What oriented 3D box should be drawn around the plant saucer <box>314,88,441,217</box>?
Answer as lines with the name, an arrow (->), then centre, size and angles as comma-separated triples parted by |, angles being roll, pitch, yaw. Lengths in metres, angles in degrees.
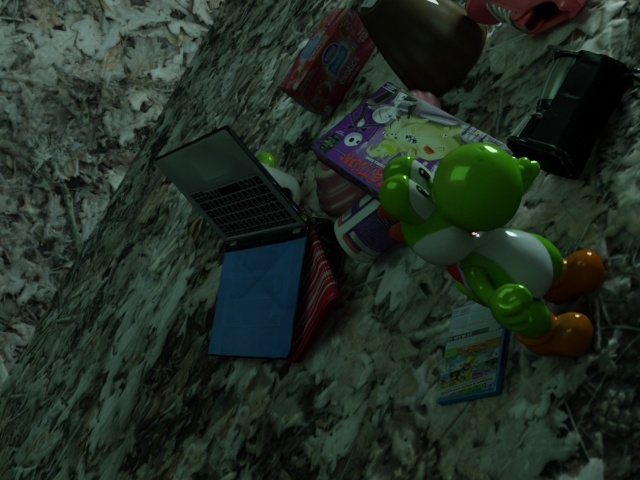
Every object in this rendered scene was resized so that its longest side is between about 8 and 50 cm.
plant saucer -> 0.102, -0.197, 1.816 | 0.332, 0.084, 0.332 | -42, 19, 18

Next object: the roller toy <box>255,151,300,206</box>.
roller toy -> -0.144, -0.083, 2.089 | 0.209, 0.146, 0.191 | -49, 34, 30

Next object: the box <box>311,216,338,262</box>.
box -> 0.000, 0.000, 1.818 | 0.062, 0.052, 0.083 | 8, 71, 58

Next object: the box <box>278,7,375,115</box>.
box -> 0.023, -0.461, 2.258 | 0.256, 0.123, 0.128 | -57, 26, -2

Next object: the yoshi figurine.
yoshi figurine -> 0.242, 0.000, 1.129 | 0.203, 0.362, 0.203 | -51, 27, 9

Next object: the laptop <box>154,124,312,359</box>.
laptop -> -0.213, 0.019, 1.825 | 0.236, 0.408, 0.382 | -49, 19, -26

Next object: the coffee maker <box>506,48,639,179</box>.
coffee maker -> 0.398, -0.195, 1.358 | 0.171, 0.120, 0.178 | 12, 71, 61

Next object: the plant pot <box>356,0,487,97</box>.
plant pot -> 0.194, -0.448, 1.847 | 0.215, 0.230, 0.215 | -40, 31, 30

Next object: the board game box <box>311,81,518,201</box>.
board game box -> 0.163, -0.154, 1.581 | 0.208, 0.056, 0.347 | -44, 48, -9

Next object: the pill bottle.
pill bottle -> 0.127, -0.050, 1.651 | 0.193, 0.108, 0.108 | -38, 32, 31

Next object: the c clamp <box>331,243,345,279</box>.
c clamp -> 0.011, 0.044, 1.839 | 0.161, 0.022, 0.137 | -30, 42, 39

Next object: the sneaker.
sneaker -> 0.381, -0.454, 1.673 | 0.314, 0.116, 0.136 | -3, 60, 56

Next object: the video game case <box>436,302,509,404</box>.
video game case -> 0.236, 0.165, 1.337 | 0.119, 0.015, 0.166 | -23, 41, 46

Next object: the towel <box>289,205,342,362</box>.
towel -> -0.045, 0.087, 1.758 | 0.199, 0.031, 0.274 | -58, 35, 30
